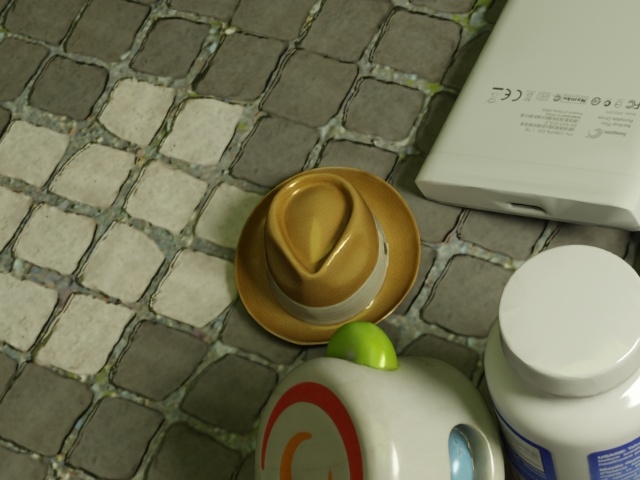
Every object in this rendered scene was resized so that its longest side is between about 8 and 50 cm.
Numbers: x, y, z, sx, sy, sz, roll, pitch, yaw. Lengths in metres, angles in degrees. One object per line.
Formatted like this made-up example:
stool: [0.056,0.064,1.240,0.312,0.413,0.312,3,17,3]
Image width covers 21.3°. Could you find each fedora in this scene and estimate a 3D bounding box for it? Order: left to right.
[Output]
fedora: [0.000,0.000,1.587,0.194,0.079,0.194,-6,59,10]

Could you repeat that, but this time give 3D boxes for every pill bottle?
pill bottle: [0.212,0.116,1.352,0.152,0.272,0.152,-6,59,9]

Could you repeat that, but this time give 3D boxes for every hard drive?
hard drive: [0.262,-0.175,1.617,0.233,0.047,0.353,9,62,38]

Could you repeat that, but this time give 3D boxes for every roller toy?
roller toy: [0.050,0.190,1.388,0.146,0.209,0.191,2,43,-35]
